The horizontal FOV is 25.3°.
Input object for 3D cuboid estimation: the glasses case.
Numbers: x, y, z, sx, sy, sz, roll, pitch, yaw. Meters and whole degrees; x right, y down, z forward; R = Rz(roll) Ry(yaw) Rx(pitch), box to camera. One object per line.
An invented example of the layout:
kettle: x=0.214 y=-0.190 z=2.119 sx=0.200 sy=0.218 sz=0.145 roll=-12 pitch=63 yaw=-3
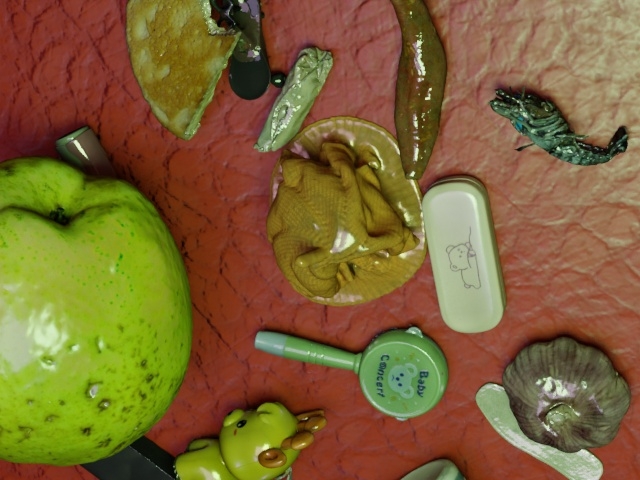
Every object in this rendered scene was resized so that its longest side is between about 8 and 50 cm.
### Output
glasses case: x=0.179 y=0.018 z=1.774 sx=0.083 sy=0.050 sz=0.196 roll=-9 pitch=105 yaw=16

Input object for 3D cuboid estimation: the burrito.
burrito: x=-0.031 y=-0.173 z=1.771 sx=0.041 sy=0.055 sz=0.149 roll=45 pitch=115 yaw=44

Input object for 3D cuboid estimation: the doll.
doll: x=-0.087 y=0.286 z=1.897 sx=0.221 sy=0.143 sz=0.135 roll=-26 pitch=97 yaw=29

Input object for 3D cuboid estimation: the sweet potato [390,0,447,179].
sweet potato: x=0.115 y=-0.199 z=1.712 sx=0.058 sy=0.078 sz=0.255 roll=28 pitch=131 yaw=50

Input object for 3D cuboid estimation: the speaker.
speaker: x=-0.254 y=0.324 z=2.002 sx=0.218 sy=0.044 sz=0.082 roll=35 pitch=114 yaw=3

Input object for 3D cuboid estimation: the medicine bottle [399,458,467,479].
medicine bottle: x=0.181 y=0.413 z=1.857 sx=0.139 sy=0.139 sz=0.237 roll=-35 pitch=96 yaw=23

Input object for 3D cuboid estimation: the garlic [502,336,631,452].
garlic: x=0.304 y=0.195 z=1.768 sx=0.159 sy=0.102 sz=0.147 roll=37 pitch=111 yaw=2

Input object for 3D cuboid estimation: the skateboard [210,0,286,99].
skateboard: x=-0.097 y=-0.247 z=1.750 sx=0.067 sy=0.080 sz=0.151 roll=-7 pitch=104 yaw=22

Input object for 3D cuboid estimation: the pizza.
pizza: x=-0.167 y=-0.245 z=1.742 sx=0.181 sy=0.034 sz=0.262 roll=58 pitch=143 yaw=9

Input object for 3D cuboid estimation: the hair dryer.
hair dryer: x=-0.344 y=-0.083 z=1.901 sx=0.154 sy=0.054 sz=0.106 roll=-18 pitch=107 yaw=31

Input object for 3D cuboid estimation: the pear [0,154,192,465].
pear: x=-0.341 y=0.079 z=1.776 sx=0.391 sy=0.391 sz=0.391 roll=5 pitch=109 yaw=14

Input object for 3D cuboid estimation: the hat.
hat: x=0.000 y=0.000 z=1.721 sx=0.233 sy=0.233 sz=0.244 roll=47 pitch=112 yaw=-1

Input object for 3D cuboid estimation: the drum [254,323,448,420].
drum: x=0.042 y=0.175 z=1.865 sx=0.253 sy=0.049 sz=0.130 roll=-3 pitch=107 yaw=17

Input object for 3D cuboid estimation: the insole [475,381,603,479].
insole: x=0.280 y=0.252 z=1.843 sx=0.192 sy=0.010 sz=0.063 roll=36 pitch=113 yaw=3

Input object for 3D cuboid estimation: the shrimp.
shrimp: x=0.274 y=-0.126 z=1.685 sx=0.174 sy=0.082 sz=0.076 roll=22 pitch=108 yaw=0
